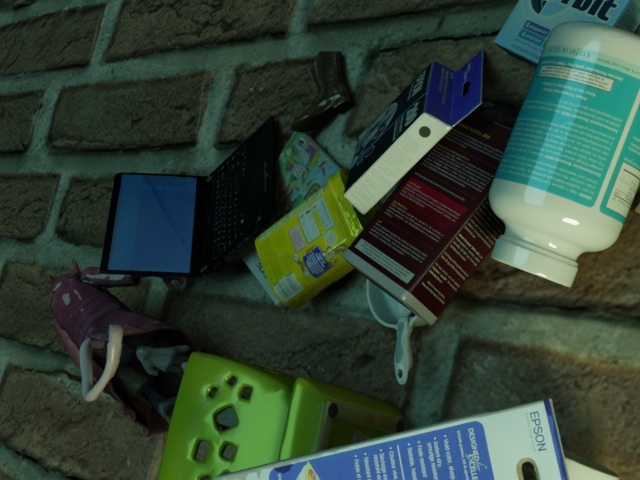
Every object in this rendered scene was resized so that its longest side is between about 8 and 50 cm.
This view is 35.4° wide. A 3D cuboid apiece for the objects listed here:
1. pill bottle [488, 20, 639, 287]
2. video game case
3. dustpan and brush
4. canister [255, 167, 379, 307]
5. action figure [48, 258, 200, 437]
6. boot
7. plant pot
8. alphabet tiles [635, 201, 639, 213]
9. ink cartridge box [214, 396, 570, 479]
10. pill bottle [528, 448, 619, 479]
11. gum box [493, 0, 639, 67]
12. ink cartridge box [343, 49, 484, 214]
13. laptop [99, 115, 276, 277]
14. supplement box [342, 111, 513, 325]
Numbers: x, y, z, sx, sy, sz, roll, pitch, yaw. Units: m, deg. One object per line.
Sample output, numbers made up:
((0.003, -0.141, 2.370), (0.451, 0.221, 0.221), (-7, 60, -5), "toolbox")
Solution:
((0.271, -0.088, 1.073), (0.146, 0.146, 0.264), (23, 93, 50), "pill bottle")
((-0.043, -0.037, 1.491), (0.212, 0.023, 0.193), (-55, 42, 14), "video game case")
((0.110, 0.082, 1.241), (0.147, 0.060, 0.211), (-26, 55, 38), "dustpan and brush")
((0.000, 0.000, 1.367), (0.170, 0.073, 0.126), (-36, 61, 26), "canister")
((-0.346, 0.151, 1.567), (0.370, 0.276, 0.248), (37, 108, 35), "action figure")
((-0.006, -0.229, 1.519), (0.106, 0.037, 0.114), (-23, 58, 14), "boot")
((-0.036, 0.270, 1.201), (0.207, 0.228, 0.227), (0, 73, 40), "plant pot")
((0.427, -0.110, 1.024), (0.198, 0.009, 0.237), (37, 101, 49), "alphabet tiles")
((0.071, 0.281, 0.972), (0.371, 0.069, 0.176), (-19, 66, 24), "ink cartridge box")
((0.220, 0.301, 0.986), (0.112, 0.112, 0.187), (20, 89, 50), "pill bottle")
((0.314, -0.286, 1.200), (0.184, 0.041, 0.157), (-58, 41, 10), "gum box")
((0.120, -0.153, 1.278), (0.208, 0.045, 0.206), (-43, 14, 26), "ink cartridge box")
((-0.201, -0.074, 1.557), (0.264, 0.136, 0.234), (-39, 35, 31), "laptop")
((0.151, -0.032, 1.200), (0.239, 0.073, 0.130), (-51, 41, -2), "supplement box")
